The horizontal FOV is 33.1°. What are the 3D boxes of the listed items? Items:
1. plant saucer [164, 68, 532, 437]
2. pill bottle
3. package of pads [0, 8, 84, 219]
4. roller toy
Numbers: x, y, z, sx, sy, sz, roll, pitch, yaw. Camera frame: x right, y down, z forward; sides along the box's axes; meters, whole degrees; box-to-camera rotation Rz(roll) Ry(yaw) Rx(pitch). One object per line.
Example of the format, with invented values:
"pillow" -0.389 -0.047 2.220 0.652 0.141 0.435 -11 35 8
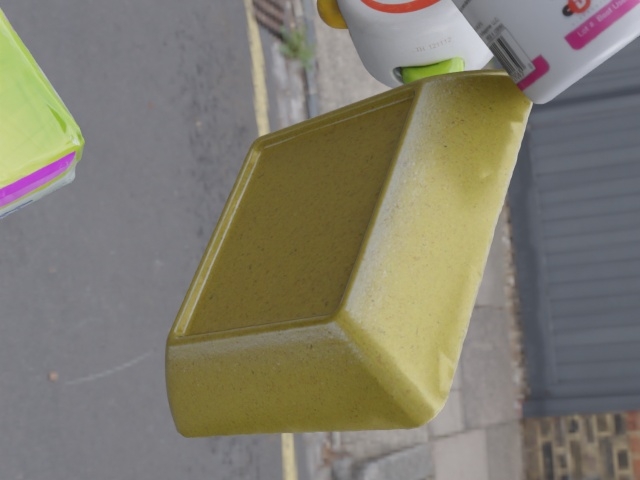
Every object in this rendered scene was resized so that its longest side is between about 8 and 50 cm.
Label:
"plant saucer" 0.000 0.000 0.930 0.081 0.333 0.332 37 58 -30
"pill bottle" 0.143 -0.260 0.818 0.283 0.160 0.160 52 26 -1
"package of pads" -0.357 -0.133 0.878 0.229 0.101 0.296 -33 83 -25
"roller toy" 0.119 -0.292 1.304 0.191 0.209 0.146 -47 146 -10
